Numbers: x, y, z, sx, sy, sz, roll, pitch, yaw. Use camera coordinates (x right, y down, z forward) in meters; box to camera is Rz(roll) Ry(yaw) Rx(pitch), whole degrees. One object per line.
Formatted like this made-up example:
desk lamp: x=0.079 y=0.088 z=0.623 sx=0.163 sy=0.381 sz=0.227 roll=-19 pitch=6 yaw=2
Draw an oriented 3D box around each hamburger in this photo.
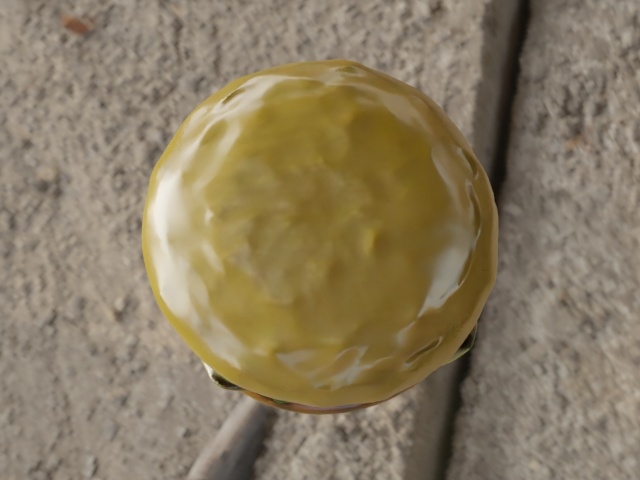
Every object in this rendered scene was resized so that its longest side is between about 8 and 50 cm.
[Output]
hamburger: x=0.000 y=0.000 z=0.616 sx=0.162 sy=0.115 sz=0.162 roll=0 pitch=78 yaw=-1
